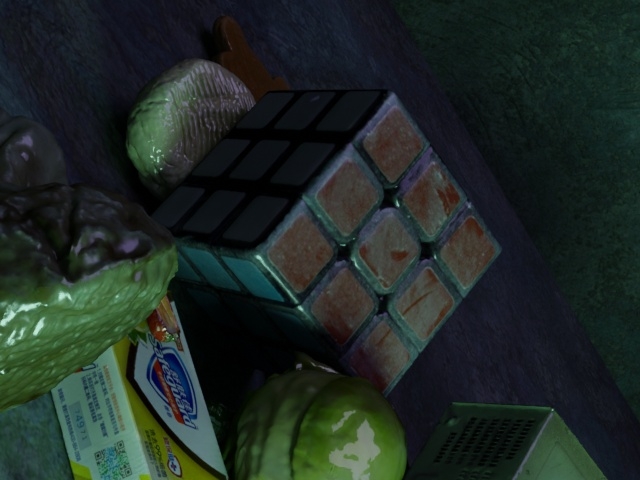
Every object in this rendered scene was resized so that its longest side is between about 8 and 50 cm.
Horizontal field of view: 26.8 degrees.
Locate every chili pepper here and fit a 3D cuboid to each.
[{"bbox_3d":[-0.101,0.274,1.746,0.227,0.059,0.088,44,32,-33],"label":"chili pepper"},{"bbox_3d":[-0.204,0.050,1.553,0.178,0.027,0.045,66,18,9],"label":"chili pepper"}]

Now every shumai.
[{"bbox_3d":[-0.342,0.004,1.295,0.330,0.292,0.288,-15,69,-46],"label":"shumai"}]

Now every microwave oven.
[{"bbox_3d":[0.294,0.485,2.034,0.394,0.247,0.333,52,55,-25],"label":"microwave oven"}]

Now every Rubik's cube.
[{"bbox_3d":[0.000,0.000,1.807,0.303,0.301,0.305,-48,119,-22],"label":"Rubik's cube"}]

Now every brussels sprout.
[{"bbox_3d":[-0.008,0.283,1.620,0.294,0.227,0.259,-45,139,-69],"label":"brussels sprout"}]

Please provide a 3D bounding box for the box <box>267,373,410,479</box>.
[{"bbox_3d":[0.039,0.302,2.035,0.325,0.047,0.180,30,38,-52],"label":"box"}]

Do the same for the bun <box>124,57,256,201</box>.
[{"bbox_3d":[-0.191,-0.145,1.924,0.220,0.134,0.220,4,85,-41],"label":"bun"}]

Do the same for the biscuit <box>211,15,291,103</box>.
[{"bbox_3d":[-0.094,-0.224,2.361,0.339,0.047,0.216,48,28,-36],"label":"biscuit"}]

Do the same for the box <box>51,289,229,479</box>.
[{"bbox_3d":[-0.218,0.180,1.537,0.168,0.097,0.265,21,45,-58],"label":"box"}]
